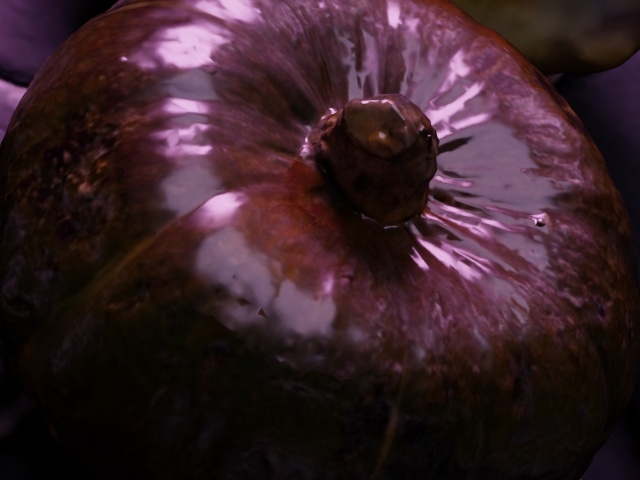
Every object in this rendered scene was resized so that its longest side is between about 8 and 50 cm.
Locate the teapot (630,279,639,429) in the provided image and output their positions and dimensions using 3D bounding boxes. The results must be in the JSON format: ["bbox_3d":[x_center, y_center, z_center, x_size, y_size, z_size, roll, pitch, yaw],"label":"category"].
[{"bbox_3d":[0.256,0.010,0.769,0.305,0.285,0.223,-2,52,-32],"label":"teapot"}]

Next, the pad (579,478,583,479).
[{"bbox_3d":[0.082,0.126,0.768,0.113,0.006,0.187,-17,61,-40],"label":"pad"}]

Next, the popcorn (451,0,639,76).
[{"bbox_3d":[0.045,-0.219,0.871,0.334,0.293,0.292,26,42,-31],"label":"popcorn"}]

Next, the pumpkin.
[{"bbox_3d":[0.001,-0.002,0.695,0.260,0.189,0.260,11,52,-14],"label":"pumpkin"}]
